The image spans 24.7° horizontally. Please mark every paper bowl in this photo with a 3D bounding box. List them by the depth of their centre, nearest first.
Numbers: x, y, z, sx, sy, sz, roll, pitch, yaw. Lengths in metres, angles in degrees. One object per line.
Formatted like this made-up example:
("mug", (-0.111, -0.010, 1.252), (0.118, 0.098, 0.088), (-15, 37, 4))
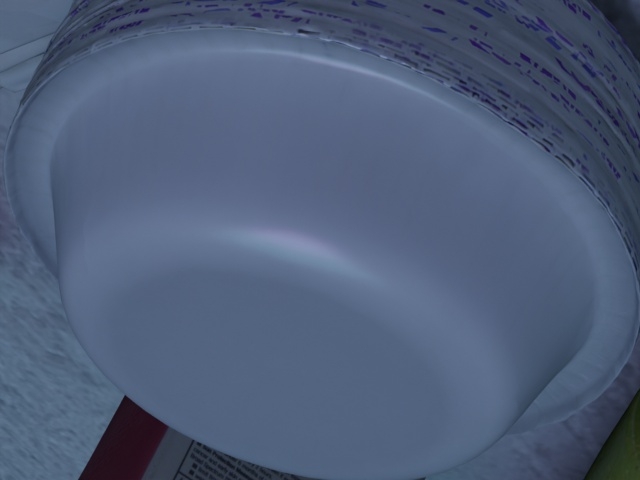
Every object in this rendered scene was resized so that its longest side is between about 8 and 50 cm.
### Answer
("paper bowl", (0.000, 0.000, 0.640), (0.284, 0.148, 0.284), (12, 145, 9))

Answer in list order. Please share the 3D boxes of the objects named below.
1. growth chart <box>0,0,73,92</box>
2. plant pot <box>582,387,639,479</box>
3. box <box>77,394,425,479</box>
("growth chart", (-0.183, -0.122, 0.663), (0.172, 0.021, 0.237), (-8, 159, 29))
("plant pot", (0.205, 0.198, 0.727), (0.276, 0.276, 0.253), (18, 128, 9))
("box", (-0.048, 0.148, 0.797), (0.149, 0.232, 0.127), (38, 139, -14))
